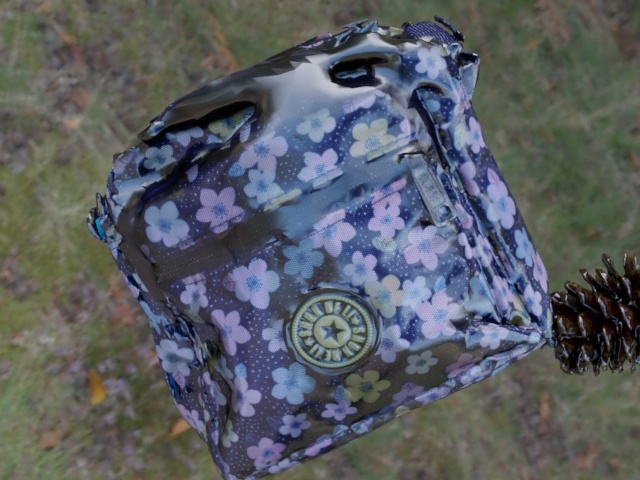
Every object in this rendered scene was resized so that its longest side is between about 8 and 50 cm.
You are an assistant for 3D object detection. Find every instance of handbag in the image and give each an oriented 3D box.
[{"bbox_3d":[0.000,0.000,0.753,0.127,0.229,0.207,-85,150,-69],"label":"handbag"}]

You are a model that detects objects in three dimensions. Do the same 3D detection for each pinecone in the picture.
[{"bbox_3d":[0.176,0.049,0.887,0.083,0.077,0.077,-21,90,-6],"label":"pinecone"}]
